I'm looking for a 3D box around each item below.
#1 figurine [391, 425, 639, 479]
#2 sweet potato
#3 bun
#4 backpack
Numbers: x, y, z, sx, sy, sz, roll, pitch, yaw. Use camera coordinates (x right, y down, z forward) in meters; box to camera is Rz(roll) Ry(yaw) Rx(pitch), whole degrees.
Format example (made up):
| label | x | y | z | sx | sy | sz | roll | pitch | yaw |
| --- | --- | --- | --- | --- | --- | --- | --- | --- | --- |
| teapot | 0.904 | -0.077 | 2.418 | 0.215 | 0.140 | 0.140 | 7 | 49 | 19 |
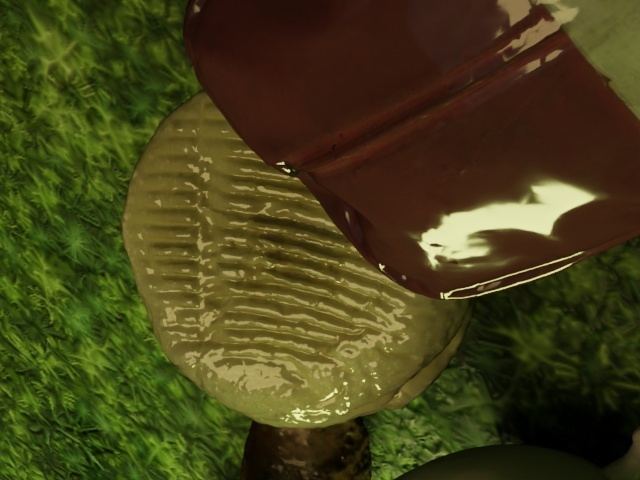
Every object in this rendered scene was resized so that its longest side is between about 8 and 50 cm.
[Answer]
| label | x | y | z | sx | sy | sz | roll | pitch | yaw |
| --- | --- | --- | --- | --- | --- | --- | --- | --- | --- |
| figurine | 0.052 | 0.240 | 0.972 | 0.361 | 0.253 | 0.211 | -8 | 98 | 17 |
| sweet potato | -0.019 | 0.184 | 1.145 | 0.114 | 0.092 | 0.341 | 46 | 143 | 26 |
| bun | 0.000 | 0.000 | 0.937 | 0.220 | 0.134 | 0.220 | 5 | 103 | 20 |
| backpack | 0.094 | -0.112 | 0.704 | 0.317 | 0.197 | 0.283 | -31 | 103 | 39 |
